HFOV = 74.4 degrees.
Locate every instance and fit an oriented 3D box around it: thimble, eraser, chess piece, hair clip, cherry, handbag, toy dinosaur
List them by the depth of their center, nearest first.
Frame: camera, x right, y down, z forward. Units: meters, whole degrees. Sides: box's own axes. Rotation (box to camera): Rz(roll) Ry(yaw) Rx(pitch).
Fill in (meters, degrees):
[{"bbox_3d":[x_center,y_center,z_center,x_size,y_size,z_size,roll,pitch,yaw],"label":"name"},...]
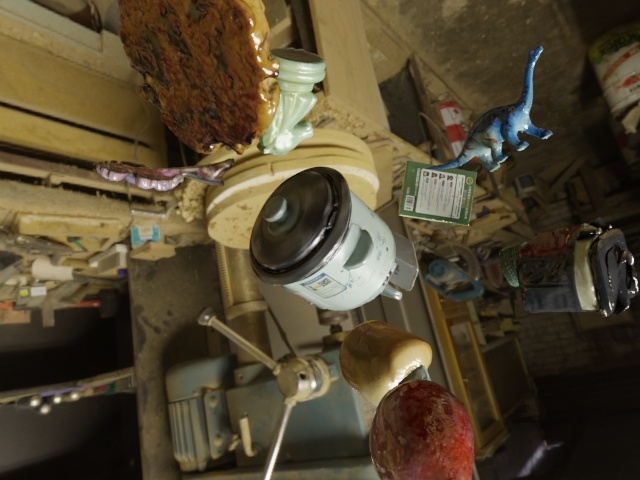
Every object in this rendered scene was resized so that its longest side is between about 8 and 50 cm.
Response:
[{"bbox_3d":[0.191,0.402,0.823,0.206,0.239,0.239,18,175,22],"label":"cherry"},{"bbox_3d":[0.537,0.051,0.875,0.181,0.181,0.254,-9,-176,45],"label":"handbag"},{"bbox_3d":[0.374,-0.220,0.882,0.076,0.144,0.329,-22,157,-47],"label":"toy dinosaur"},{"bbox_3d":[-0.356,-0.158,0.999,0.301,0.069,0.173,-3,-166,-10],"label":"hair clip"},{"bbox_3d":[0.106,-0.002,1.109,0.077,0.353,0.111,-48,158,-29],"label":"eraser"},{"bbox_3d":[-0.089,-0.385,1.222,0.176,0.175,0.298,-5,128,-25],"label":"chess piece"},{"bbox_3d":[0.644,0.076,1.354,0.119,0.135,0.090,11,155,-33],"label":"thimble"}]

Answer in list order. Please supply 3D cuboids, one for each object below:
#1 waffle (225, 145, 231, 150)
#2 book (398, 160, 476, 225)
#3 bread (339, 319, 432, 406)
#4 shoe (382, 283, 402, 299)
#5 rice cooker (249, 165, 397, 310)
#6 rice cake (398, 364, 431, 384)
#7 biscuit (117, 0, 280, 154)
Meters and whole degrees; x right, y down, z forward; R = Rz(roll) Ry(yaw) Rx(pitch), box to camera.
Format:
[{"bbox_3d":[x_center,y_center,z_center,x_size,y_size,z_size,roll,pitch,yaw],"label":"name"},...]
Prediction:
[{"bbox_3d":[-0.237,-0.369,1.225,0.054,0.223,0.204,19,-176,8],"label":"waffle"},{"bbox_3d":[0.427,-0.171,1.538,0.264,0.201,0.027,8,180,-5],"label":"book"},{"bbox_3d":[0.259,0.525,1.851,0.253,0.348,0.376,36,171,-25],"label":"bread"},{"bbox_3d":[0.183,0.131,1.383,0.195,0.078,0.079,25,173,2],"label":"shoe"},{"bbox_3d":[0.000,0.000,0.885,0.317,0.264,0.316,31,175,3],"label":"rice cooker"},{"bbox_3d":[0.342,0.525,1.536,0.040,0.085,0.226,-11,151,-18],"label":"rice cake"},{"bbox_3d":[-0.175,-0.268,0.620,0.081,0.289,0.334,-49,-175,-32],"label":"biscuit"}]
